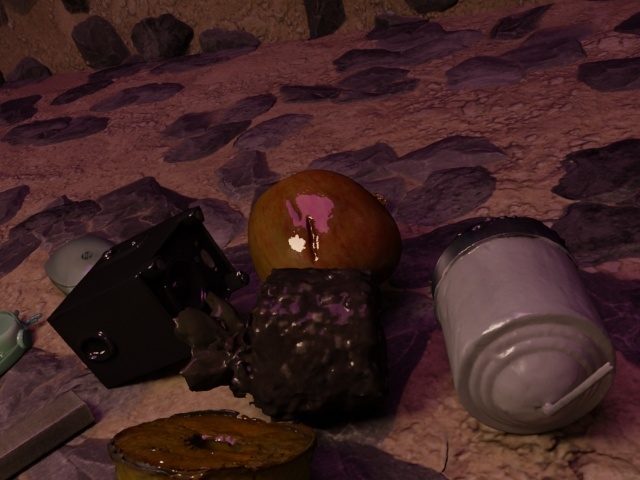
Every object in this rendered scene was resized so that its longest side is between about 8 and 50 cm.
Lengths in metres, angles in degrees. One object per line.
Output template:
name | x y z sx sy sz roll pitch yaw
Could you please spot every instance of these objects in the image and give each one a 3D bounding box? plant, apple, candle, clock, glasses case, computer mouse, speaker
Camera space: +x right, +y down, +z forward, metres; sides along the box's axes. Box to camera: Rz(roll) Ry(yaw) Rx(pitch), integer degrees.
plant | -0.058 0.154 1.179 0.312 0.213 0.215 -9 11 6
apple | 0.000 0.000 1.382 0.264 0.265 0.264 -12 29 7
candle | 0.271 0.127 1.079 0.221 0.221 0.343 -11 31 9
clock | -0.655 0.199 1.571 0.159 0.066 0.211 3 33 29
glasses case | -0.470 0.324 1.277 0.205 0.047 0.070 -33 29 -28
computer mouse | -0.523 0.043 1.746 0.159 0.097 0.288 -30 33 -20
speaker | -0.296 0.095 1.387 0.253 0.184 0.232 -23 23 28

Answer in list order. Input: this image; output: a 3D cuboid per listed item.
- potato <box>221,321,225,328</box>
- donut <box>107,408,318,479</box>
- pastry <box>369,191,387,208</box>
potato | -0.182 0.165 1.408 0.068 0.062 0.083 -1 6 -7
donut | -0.135 0.298 1.015 0.271 0.107 0.272 -3 2 0
pastry | 0.079 -0.082 1.707 0.079 0.056 0.140 -20 22 -23
